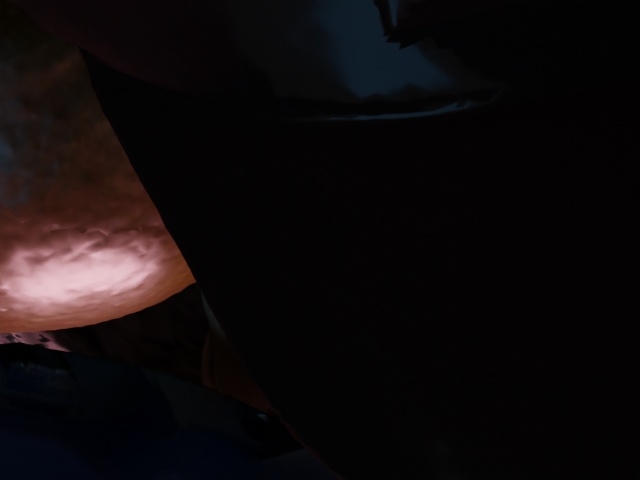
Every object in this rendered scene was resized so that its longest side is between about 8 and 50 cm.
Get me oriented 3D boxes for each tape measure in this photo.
[{"bbox_3d":[-0.053,0.167,0.868,0.262,0.138,0.259,34,164,-29],"label":"tape measure"}]

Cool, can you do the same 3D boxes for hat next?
[{"bbox_3d":[0.025,-0.120,0.408,0.336,0.238,0.209,59,165,30],"label":"hat"}]

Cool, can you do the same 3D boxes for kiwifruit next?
[{"bbox_3d":[-0.105,-0.066,0.625,0.196,0.196,0.234,46,156,-22],"label":"kiwifruit"}]

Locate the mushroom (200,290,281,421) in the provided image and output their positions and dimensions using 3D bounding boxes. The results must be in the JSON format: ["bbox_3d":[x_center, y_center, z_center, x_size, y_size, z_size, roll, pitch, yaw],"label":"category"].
[{"bbox_3d":[-0.005,0.000,0.738,0.092,0.081,0.223,10,145,-14],"label":"mushroom"}]
